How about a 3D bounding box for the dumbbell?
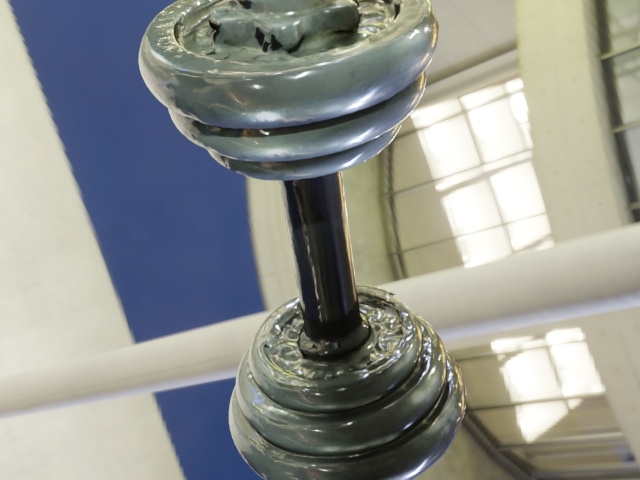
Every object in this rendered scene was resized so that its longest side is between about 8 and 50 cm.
[{"bbox_3d":[0.000,0.000,0.671,0.179,0.179,0.406,-43,-45,-43],"label":"dumbbell"}]
